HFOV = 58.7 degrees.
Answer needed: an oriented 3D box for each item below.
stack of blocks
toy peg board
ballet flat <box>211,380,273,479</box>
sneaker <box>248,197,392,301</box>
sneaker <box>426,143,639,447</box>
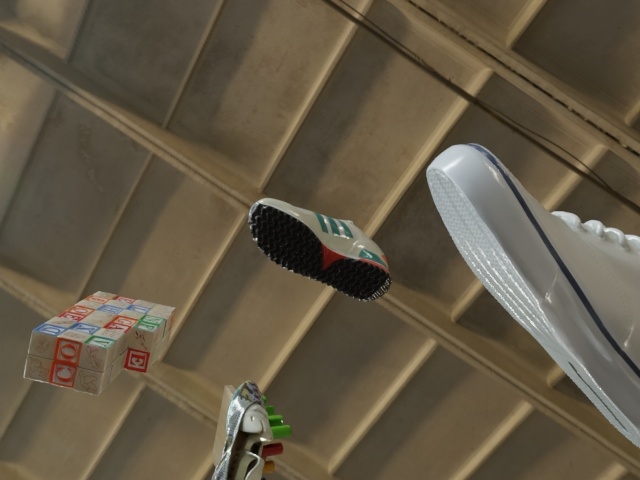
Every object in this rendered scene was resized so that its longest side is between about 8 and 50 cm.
[{"bbox_3d":[-0.400,0.187,1.081,0.171,0.297,0.087,13,-83,-2],"label":"stack of blocks"},{"bbox_3d":[-0.124,0.372,1.043,0.079,0.161,0.160,4,-77,-31],"label":"toy peg board"},{"bbox_3d":[-0.057,0.163,0.446,0.041,0.114,0.041,9,-38,7],"label":"ballet flat"},{"bbox_3d":[0.000,0.000,0.589,0.161,0.075,0.057,28,-62,-11],"label":"sneaker"},{"bbox_3d":[0.172,0.026,0.371,0.091,0.094,0.258,-43,-74,-1],"label":"sneaker"}]
